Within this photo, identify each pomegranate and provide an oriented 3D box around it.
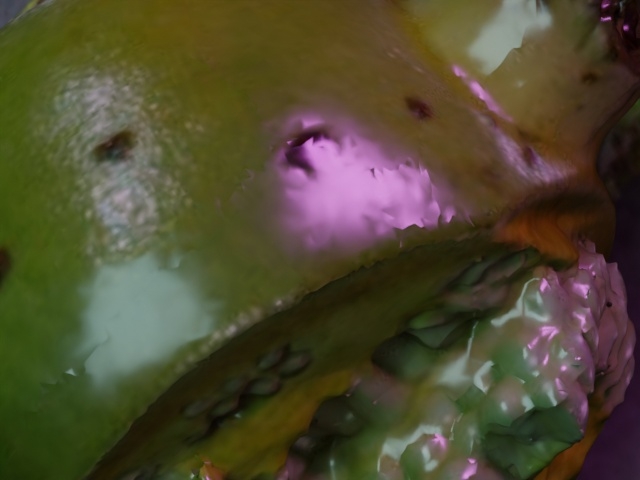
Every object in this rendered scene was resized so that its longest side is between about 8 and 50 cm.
[{"bbox_3d":[0.000,0.000,0.661,0.341,0.260,0.260,-51,56,8],"label":"pomegranate"}]
